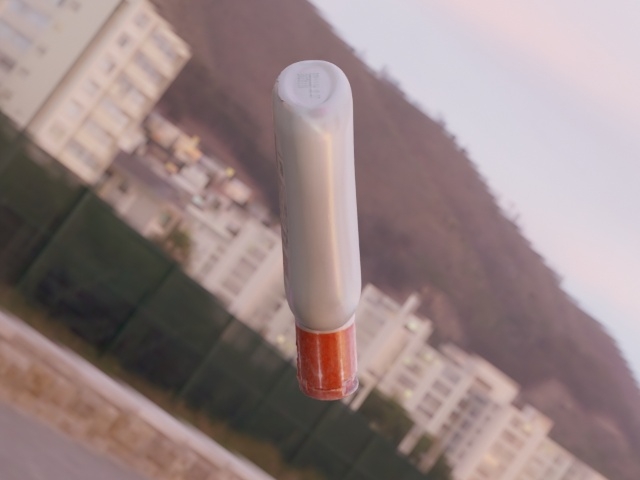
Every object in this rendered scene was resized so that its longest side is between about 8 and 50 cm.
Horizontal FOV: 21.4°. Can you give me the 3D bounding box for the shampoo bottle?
[{"bbox_3d":[0.000,0.000,1.099,0.108,0.051,0.221,-95,-179,-64],"label":"shampoo bottle"}]
